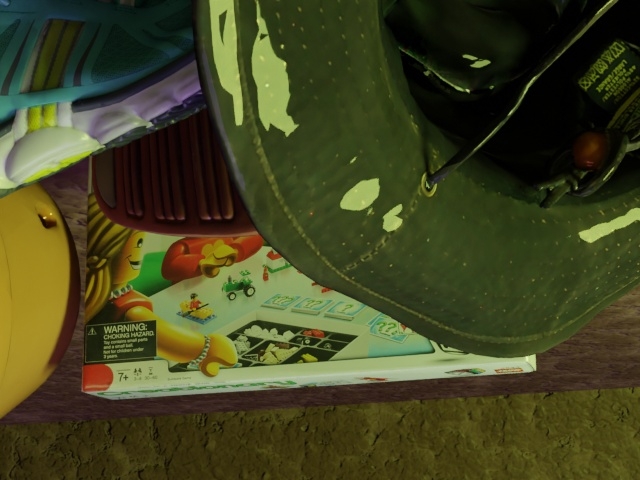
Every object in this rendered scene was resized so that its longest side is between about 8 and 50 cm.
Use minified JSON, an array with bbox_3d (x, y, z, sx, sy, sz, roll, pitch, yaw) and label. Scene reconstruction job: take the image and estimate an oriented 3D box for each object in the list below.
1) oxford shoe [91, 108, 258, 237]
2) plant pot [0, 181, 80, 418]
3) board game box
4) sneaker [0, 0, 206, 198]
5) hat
[{"bbox_3d":[0.020,-0.061,0.698,0.348,0.122,0.130,-8,168,27],"label":"oxford shoe"},{"bbox_3d":[-0.300,0.037,0.771,0.291,0.290,0.203,-8,179,21],"label":"plant pot"},{"bbox_3d":[-0.014,0.003,0.782,0.306,0.192,0.053,-6,164,14],"label":"board game box"},{"bbox_3d":[-0.119,-0.098,0.570,0.275,0.109,0.107,-22,-171,8],"label":"sneaker"},{"bbox_3d":[0.078,-0.119,0.432,0.331,0.134,0.331,-18,130,-23],"label":"hat"}]
